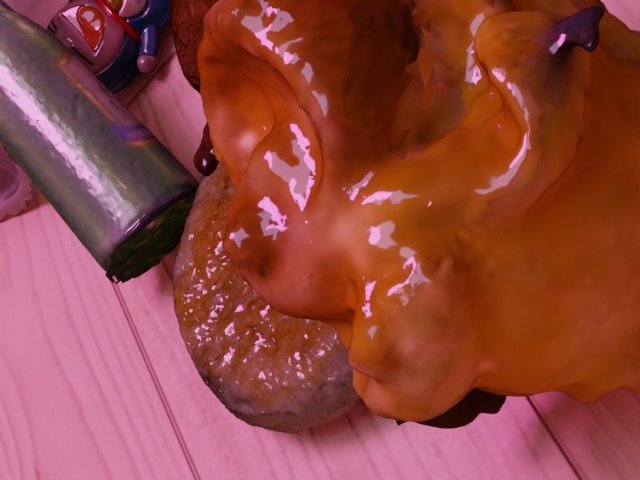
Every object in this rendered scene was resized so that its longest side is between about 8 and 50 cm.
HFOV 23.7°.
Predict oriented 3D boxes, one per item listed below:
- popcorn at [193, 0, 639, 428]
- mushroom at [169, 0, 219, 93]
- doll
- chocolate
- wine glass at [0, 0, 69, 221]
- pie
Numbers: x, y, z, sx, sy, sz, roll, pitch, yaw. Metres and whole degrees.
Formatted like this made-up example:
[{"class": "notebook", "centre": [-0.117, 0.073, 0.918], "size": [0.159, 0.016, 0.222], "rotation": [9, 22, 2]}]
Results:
[{"class": "popcorn", "centre": [0.074, -0.048, 0.850], "size": [0.281, 0.316, 0.297], "rotation": [-47, 18, 52]}, {"class": "mushroom", "centre": [-0.040, -0.202, 1.128], "size": [0.194, 0.138, 0.231], "rotation": [-37, 20, 0]}, {"class": "doll", "centre": [-0.181, -0.183, 1.322], "size": [0.152, 0.085, 0.114], "rotation": [-42, 65, 5]}, {"class": "chocolate", "centre": [-0.217, -0.106, 1.210], "size": [0.110, 0.110, 0.291], "rotation": [-46, 77, 16]}, {"class": "wine glass", "centre": [-0.342, -0.202, 1.381], "size": [0.238, 0.238, 0.323], "rotation": [-15, 58, 38]}, {"class": "pie", "centre": [0.000, 0.000, 1.076], "size": [0.277, 0.078, 0.277], "rotation": [-25, 49, 33]}]
